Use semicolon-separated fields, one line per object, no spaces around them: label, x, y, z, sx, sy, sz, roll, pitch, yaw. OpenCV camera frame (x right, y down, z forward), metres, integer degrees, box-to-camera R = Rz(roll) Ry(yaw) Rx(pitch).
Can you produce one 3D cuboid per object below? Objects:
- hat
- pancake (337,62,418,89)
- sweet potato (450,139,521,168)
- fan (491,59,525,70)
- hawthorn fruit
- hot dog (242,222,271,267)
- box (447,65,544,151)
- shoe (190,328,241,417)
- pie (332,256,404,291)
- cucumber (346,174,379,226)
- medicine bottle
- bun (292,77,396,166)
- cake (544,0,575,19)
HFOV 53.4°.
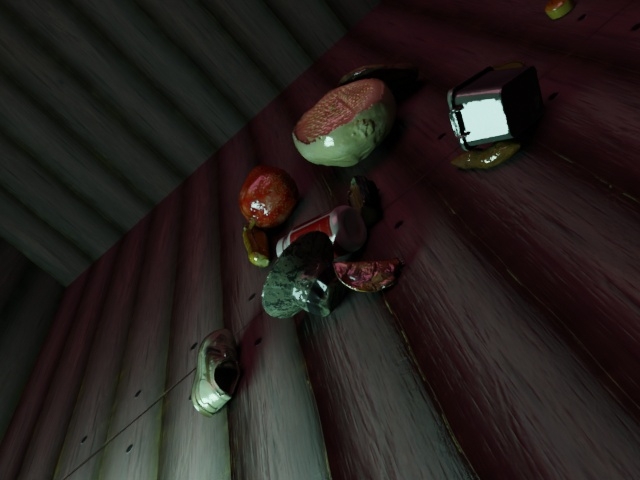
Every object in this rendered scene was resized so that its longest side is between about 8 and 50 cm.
hat;-0.009;0.111;1.569;0.128;0.265;0.265;30;72;28
pancake;0.199;-0.571;2.262;0.294;0.049;0.294;-10;-3;0
sweet potato;0.399;-0.204;1.563;0.218;0.051;0.065;-10;45;53
fan;0.481;-0.417;1.823;0.229;0.011;0.335;-25;29;36
hawthorn fruit;-0.193;-0.133;2.194;0.253;0.205;0.205;-56;26;-13
hot dog;-0.216;0.015;2.146;0.289;0.083;0.068;-113;32;-64
box;0.430;-0.327;1.534;0.135;0.163;0.243;1;27;45
shoe;-0.261;0.334;1.683;0.098;0.103;0.275;-32;33;23
pie;0.116;0.079;1.504;0.170;0.034;0.092;-7;59;1
cucumber;0.128;-0.118;1.815;0.193;0.086;0.115;-94;10;-58
medicine bottle;0.000;0.000;1.761;0.250;0.131;0.131;-25;31;39
bun;0.094;-0.370;2.117;0.364;0.202;0.364;-27;29;17
cake;0.704;-0.693;1.873;0.084;0.044;0.084;-37;26;21
